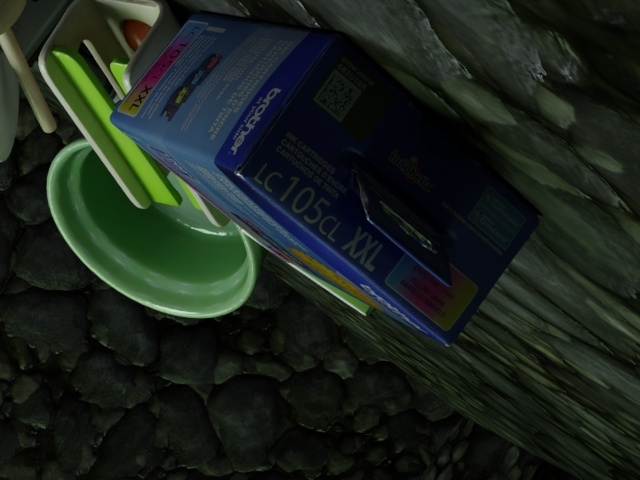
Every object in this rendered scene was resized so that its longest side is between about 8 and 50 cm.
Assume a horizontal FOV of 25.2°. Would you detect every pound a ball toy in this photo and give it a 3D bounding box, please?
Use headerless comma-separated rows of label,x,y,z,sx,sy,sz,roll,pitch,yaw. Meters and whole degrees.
pound a ball toy,-0.215,-0.169,1.562,0.208,0.135,0.319,13,151,30

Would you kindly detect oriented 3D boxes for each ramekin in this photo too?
ramekin,-0.189,-0.057,1.864,0.303,0.148,0.303,18,139,16

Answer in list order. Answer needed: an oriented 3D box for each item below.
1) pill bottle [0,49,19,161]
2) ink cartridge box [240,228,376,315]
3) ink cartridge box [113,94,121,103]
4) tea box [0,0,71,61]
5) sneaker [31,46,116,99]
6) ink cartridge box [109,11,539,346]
pill bottle,-0.507,-0.159,1.581,0.323,0.181,0.181,4,173,1
ink cartridge box,0.000,0.000,1.650,0.189,0.097,0.255,34,-164,11
ink cartridge box,-0.313,-0.203,2.310,0.191,0.082,0.139,34,174,31
tea box,-0.508,-0.319,1.816,0.329,0.220,0.323,37,173,-12
sneaker,-0.415,-0.285,2.202,0.227,0.087,0.130,39,-178,23
ink cartridge box,0.007,-0.062,1.283,0.270,0.151,0.395,39,172,-27
